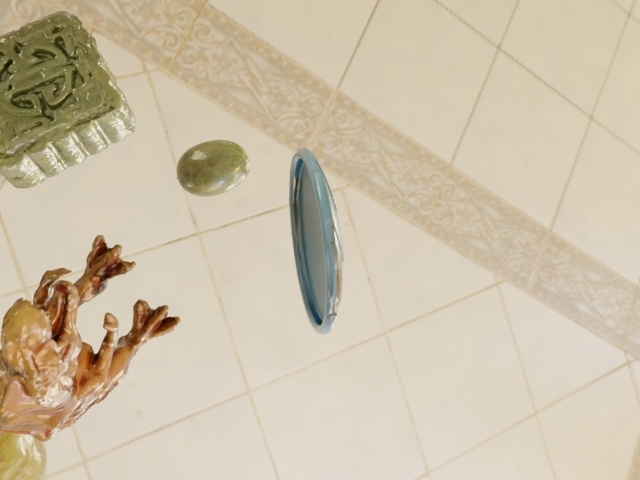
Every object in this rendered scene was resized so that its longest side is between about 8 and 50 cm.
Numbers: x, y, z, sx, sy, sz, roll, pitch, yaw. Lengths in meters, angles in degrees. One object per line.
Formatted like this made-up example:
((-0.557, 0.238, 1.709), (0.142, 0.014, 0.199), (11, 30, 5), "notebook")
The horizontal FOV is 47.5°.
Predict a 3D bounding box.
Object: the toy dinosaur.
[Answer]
((-0.219, 0.111, 0.614), (0.097, 0.432, 0.208), (39, 51, -1), "toy dinosaur")

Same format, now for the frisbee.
((0.000, 0.000, 0.936), (0.045, 0.242, 0.242), (-8, 90, -11), "frisbee")

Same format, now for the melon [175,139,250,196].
((-0.229, -0.148, 1.517), (0.167, 0.114, 0.114), (-14, 94, 13), "melon")

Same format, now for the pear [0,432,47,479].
((-0.485, 0.326, 0.990), (0.188, 0.228, 0.211), (48, 50, 4), "pear")

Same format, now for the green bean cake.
((-0.354, -0.184, 0.932), (0.185, 0.094, 0.183), (-28, 73, -9), "green bean cake")
